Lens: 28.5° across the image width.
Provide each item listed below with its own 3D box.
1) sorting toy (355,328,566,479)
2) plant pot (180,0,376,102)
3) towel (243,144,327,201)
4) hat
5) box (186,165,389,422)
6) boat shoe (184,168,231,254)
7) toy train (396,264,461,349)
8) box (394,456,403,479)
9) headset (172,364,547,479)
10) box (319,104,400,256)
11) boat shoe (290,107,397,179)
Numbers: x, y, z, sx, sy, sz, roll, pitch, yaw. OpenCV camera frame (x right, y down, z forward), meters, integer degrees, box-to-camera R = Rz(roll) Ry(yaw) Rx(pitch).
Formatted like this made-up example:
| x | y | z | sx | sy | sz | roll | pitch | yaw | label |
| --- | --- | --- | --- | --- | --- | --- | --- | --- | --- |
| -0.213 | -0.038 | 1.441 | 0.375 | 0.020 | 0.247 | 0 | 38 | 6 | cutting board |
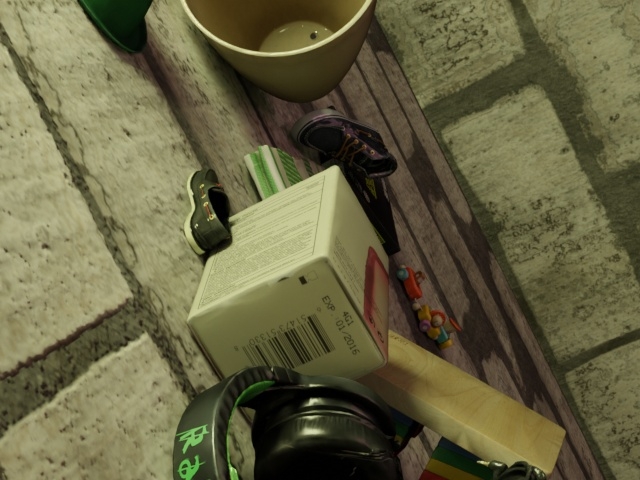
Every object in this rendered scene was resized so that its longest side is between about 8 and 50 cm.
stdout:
| x | y | z | sx | sy | sz | roll | pitch | yaw | label |
| --- | --- | --- | --- | --- | --- | --- | --- | --- | --- |
| 0.135 | 0.209 | 1.419 | 0.255 | 0.089 | 0.257 | 29 | 8 | 12 | sorting toy |
| -0.039 | -0.297 | 1.662 | 0.274 | 0.256 | 0.256 | 73 | -4 | -71 | plant pot |
| 0.000 | 0.000 | 1.639 | 0.248 | 0.038 | 0.325 | 67 | 12 | 6 | towel |
| -0.164 | -0.326 | 1.298 | 0.208 | 0.183 | 0.173 | 64 | 14 | 1 | hat |
| -0.023 | 0.047 | 1.225 | 0.127 | 0.148 | 0.232 | 60 | 15 | -18 | box |
| -0.110 | -0.035 | 1.280 | 0.049 | 0.042 | 0.133 | 54 | 15 | -28 | boat shoe |
| 0.186 | 0.109 | 2.102 | 0.166 | 0.046 | 0.125 | 47 | 22 | -49 | toy train |
| 0.076 | 0.269 | 1.461 | 0.067 | 0.018 | 0.083 | 54 | 17 | -35 | box |
| 0.044 | 0.225 | 1.076 | 0.394 | 0.185 | 0.243 | 23 | 42 | -53 | headset |
| 0.057 | -0.093 | 1.992 | 0.184 | 0.045 | 0.191 | 50 | 20 | -35 | box |
| 0.041 | -0.139 | 1.851 | 0.183 | 0.065 | 0.083 | 4 | 41 | -48 | boat shoe |
